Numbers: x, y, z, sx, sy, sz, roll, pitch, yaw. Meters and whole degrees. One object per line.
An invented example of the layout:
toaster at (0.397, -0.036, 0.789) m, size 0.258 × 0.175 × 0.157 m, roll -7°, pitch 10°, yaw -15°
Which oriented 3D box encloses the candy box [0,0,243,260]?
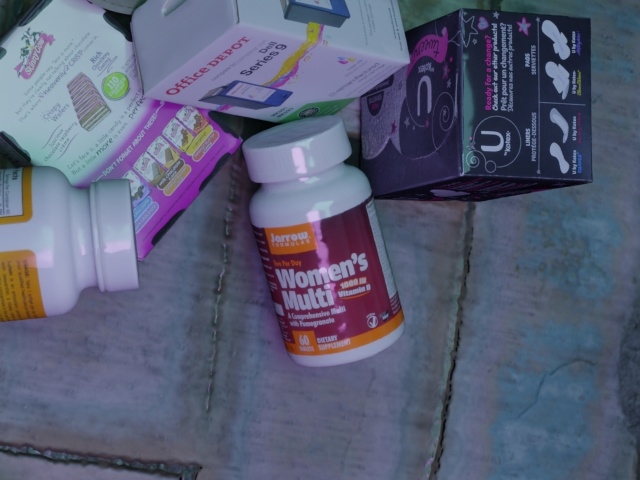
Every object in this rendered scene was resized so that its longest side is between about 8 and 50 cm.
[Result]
candy box at (-0.213, -0.112, 1.846) m, size 0.233 × 0.071 × 0.159 m, roll 44°, pitch 73°, yaw -14°

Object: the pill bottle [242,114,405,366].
pill bottle at (0.000, 0.000, 1.875) m, size 0.121 × 0.121 × 0.221 m, roll -21°, pitch 106°, yaw -21°

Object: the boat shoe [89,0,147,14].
boat shoe at (-0.150, -0.265, 1.857) m, size 0.228 × 0.069 × 0.081 m, roll -7°, pitch 123°, yaw -37°

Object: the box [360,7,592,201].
box at (0.143, -0.126, 1.889) m, size 0.142 × 0.247 × 0.163 m, roll 1°, pitch 86°, yaw -22°

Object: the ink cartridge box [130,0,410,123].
ink cartridge box at (-0.048, -0.187, 1.828) m, size 0.212 × 0.154 × 0.093 m, roll 10°, pitch 60°, yaw -40°

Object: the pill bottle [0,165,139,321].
pill bottle at (-0.288, 0.005, 1.743) m, size 0.246 × 0.136 × 0.136 m, roll -5°, pitch 89°, yaw -4°
